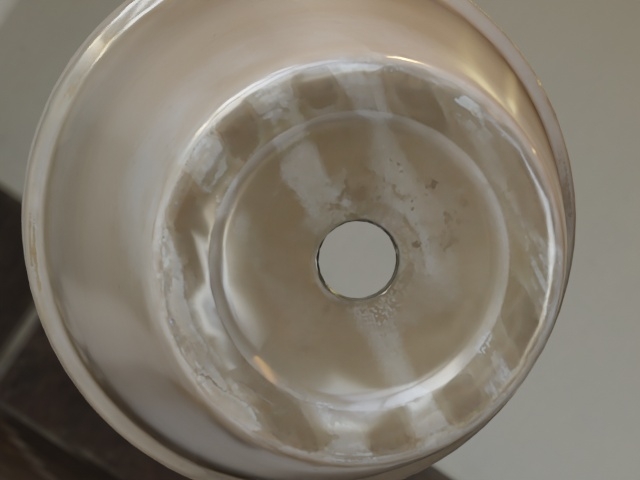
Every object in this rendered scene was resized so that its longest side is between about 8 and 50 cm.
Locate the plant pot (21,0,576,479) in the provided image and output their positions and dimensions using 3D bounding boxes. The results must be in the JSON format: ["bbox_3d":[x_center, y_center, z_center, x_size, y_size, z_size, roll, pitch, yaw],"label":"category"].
[{"bbox_3d":[0.000,0.000,0.945,0.323,0.323,0.280,34,1,-9],"label":"plant pot"}]
